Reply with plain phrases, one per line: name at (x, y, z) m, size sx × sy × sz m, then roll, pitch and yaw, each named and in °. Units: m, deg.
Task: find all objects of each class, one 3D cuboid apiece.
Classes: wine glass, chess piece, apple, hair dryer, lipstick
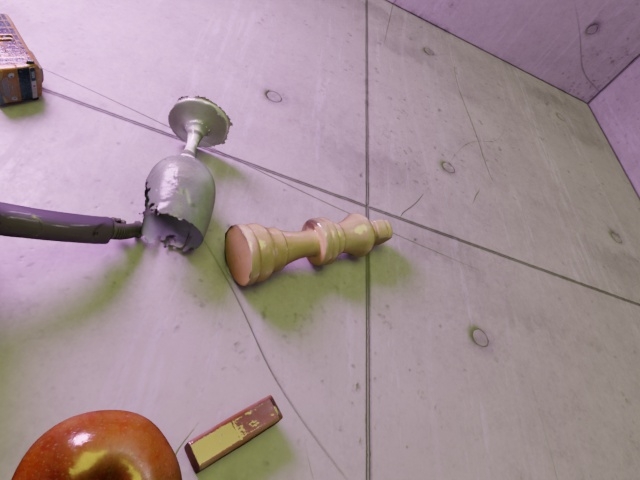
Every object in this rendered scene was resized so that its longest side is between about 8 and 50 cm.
wine glass at (-0.262, -0.136, 0.868) m, size 0.143 × 0.143 × 0.322 m, roll 15°, pitch 50°, yaw -18°
chess piece at (0.000, 0.000, 0.934) m, size 0.396 × 0.117 × 0.117 m, roll -10°, pitch 62°, yaw -36°
apple at (-0.264, 0.304, 0.517) m, size 0.201 × 0.162 × 0.201 m, roll 16°, pitch 48°, yaw -18°
hair dryer at (-0.460, -0.038, 0.694) m, size 0.301 × 0.121 × 0.361 m, roll 27°, pitch 10°, yaw 41°
lipstick at (-0.131, 0.296, 0.677) m, size 0.145 × 0.045 × 0.045 m, roll -19°, pitch 68°, yaw -36°

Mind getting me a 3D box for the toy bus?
toy bus at (-0.631, -0.363, 0.874) m, size 0.103 × 0.091 × 0.182 m, roll -23°, pitch 67°, yaw -38°
